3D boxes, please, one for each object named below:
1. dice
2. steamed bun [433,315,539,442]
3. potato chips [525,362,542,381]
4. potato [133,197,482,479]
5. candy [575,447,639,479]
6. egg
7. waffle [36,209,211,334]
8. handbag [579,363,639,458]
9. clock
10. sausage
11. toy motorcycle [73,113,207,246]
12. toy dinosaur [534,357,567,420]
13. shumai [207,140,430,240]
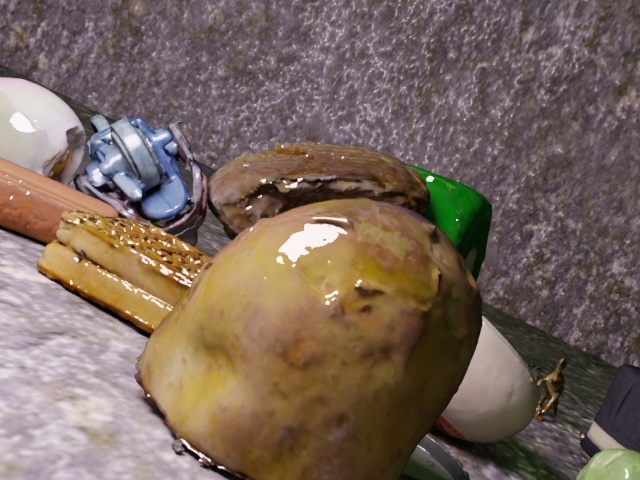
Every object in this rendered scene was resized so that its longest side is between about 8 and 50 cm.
[{"bbox_3d":[0.120,0.016,1.712,0.300,0.297,0.287,19,3,21],"label":"dice"},{"bbox_3d":[0.183,0.187,1.338,0.232,0.145,0.232,48,-8,9],"label":"steamed bun"},{"bbox_3d":[0.274,0.220,1.767,0.228,0.059,0.167,23,-12,-19],"label":"potato chips"},{"bbox_3d":[0.001,0.070,0.924,0.288,0.237,0.301,7,26,-29],"label":"potato"},{"bbox_3d":[0.459,0.369,1.158,0.343,0.132,0.142,27,-36,-3],"label":"candy"},{"bbox_3d":[-0.459,-0.149,1.414,0.217,0.183,0.183,25,7,7],"label":"egg"},{"bbox_3d":[-0.170,0.067,1.225,0.308,0.091,0.213,28,7,19],"label":"waffle"},{"bbox_3d":[0.563,0.326,1.575,0.254,0.181,0.181,19,10,-30],"label":"handbag"},{"bbox_3d":[0.060,0.227,1.057,0.215,0.042,0.215,25,6,-3],"label":"clock"},{"bbox_3d":[-0.407,-0.057,1.303,0.289,0.086,0.086,23,7,-20],"label":"sausage"},{"bbox_3d":[-0.290,-0.077,1.510,0.182,0.241,0.319,-4,10,-19],"label":"toy motorcycle"},{"bbox_3d":[0.433,0.269,1.779,0.039,0.126,0.162,34,12,30],"label":"toy dinosaur"},{"bbox_3d":[0.000,0.003,1.510,0.346,0.283,0.217,-6,21,-13],"label":"shumai"}]
